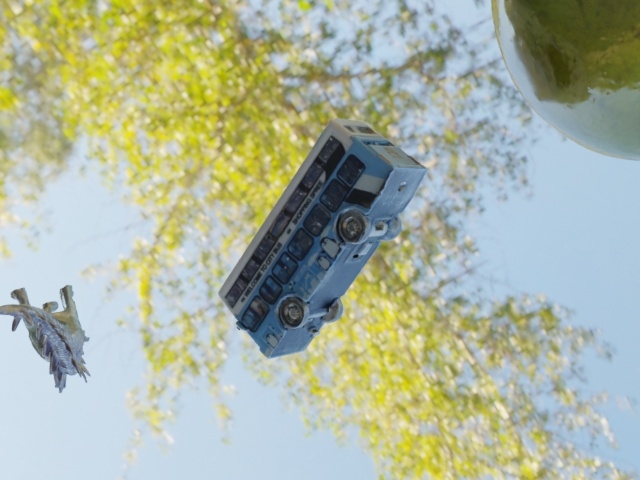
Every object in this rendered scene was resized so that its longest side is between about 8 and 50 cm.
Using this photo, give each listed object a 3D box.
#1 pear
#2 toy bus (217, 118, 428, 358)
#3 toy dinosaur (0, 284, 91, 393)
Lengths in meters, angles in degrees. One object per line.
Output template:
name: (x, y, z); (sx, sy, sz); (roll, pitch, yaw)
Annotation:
pear: (0.400, -0.275, 1.526); (0.352, 0.413, 0.352); (-48, 180, 0)
toy bus: (0.000, 0.000, 1.457); (0.131, 0.106, 0.297); (44, -67, 22)
toy dinosaur: (-0.200, 0.070, 0.885); (0.039, 0.209, 0.082); (-20, -102, 0)
